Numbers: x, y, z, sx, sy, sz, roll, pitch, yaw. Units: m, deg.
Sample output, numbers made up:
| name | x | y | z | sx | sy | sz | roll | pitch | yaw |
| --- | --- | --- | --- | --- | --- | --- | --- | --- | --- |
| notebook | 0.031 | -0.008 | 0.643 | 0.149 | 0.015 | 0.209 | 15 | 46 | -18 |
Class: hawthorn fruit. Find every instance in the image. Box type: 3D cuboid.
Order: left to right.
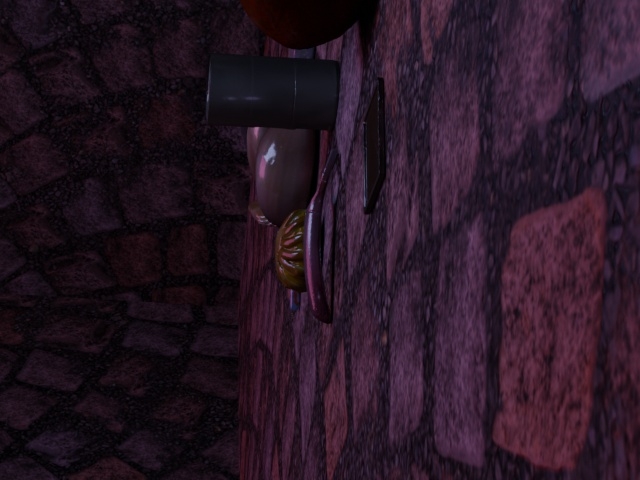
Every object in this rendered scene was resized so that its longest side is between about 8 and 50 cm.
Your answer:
| name | x | y | z | sx | sy | sz | roll | pitch | yaw |
| --- | --- | --- | --- | --- | --- | --- | --- | --- | --- |
| hawthorn fruit | -0.027 | -0.381 | 1.720 | 0.249 | 0.215 | 0.215 | 126 | 147 | -74 |

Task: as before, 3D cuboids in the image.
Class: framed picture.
| name | x | y | z | sx | sy | sz | roll | pitch | yaw |
| --- | --- | --- | --- | --- | --- | --- | --- | --- | --- |
| framed picture | 0.070 | -0.124 | 1.548 | 0.109 | 0.011 | 0.149 | 106 | 166 | -63 |

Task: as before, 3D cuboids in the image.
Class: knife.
| name | x | y | z | sx | sy | sz | roll | pitch | yaw |
| --- | --- | --- | --- | --- | --- | --- | --- | --- | --- |
| knife | -0.002 | 0.000 | 1.922 | 0.123 | 0.053 | 0.278 | 98 | 176 | -74 |

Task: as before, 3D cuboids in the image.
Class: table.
| name | x | y | z | sx | sy | sz | roll | pitch | yaw |
| --- | --- | --- | --- | --- | --- | --- | --- | --- | --- |
| table | -0.084 | -0.255 | 2.027 | 0.126 | 0.220 | 0.126 | -177 | 90 | -82 |

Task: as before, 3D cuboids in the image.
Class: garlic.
| name | x | y | z | sx | sy | sz | roll | pitch | yaw |
| --- | --- | --- | --- | --- | --- | --- | --- | --- | --- |
| garlic | -0.077 | -0.154 | 2.323 | 0.279 | 0.132 | 0.325 | -111 | 19 | -55 |

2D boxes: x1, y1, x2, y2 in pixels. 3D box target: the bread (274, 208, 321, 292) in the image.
| name | x | y | z | sx | sy | sz | roll | pitch | yaw |
| --- | --- | --- | --- | --- | --- | --- | --- | --- | --- |
| bread | -0.034 | 0.032 | 2.081 | 0.094 | 0.083 | 0.157 | -111 | 24 | -45 |

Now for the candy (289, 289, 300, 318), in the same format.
| name | x | y | z | sx | sy | sz | roll | pitch | yaw |
| --- | --- | --- | --- | --- | --- | --- | --- | --- | --- |
| candy | -0.052 | 0.116 | 2.375 | 0.030 | 0.020 | 0.083 | 126 | 147 | -80 |

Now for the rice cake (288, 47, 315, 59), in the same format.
| name | x | y | z | sx | sy | sz | roll | pitch | yaw |
| --- | --- | --- | --- | --- | --- | --- | --- | --- | --- |
| rice cake | -0.029 | -0.503 | 2.419 | 0.106 | 0.050 | 0.297 | -109 | 23 | -74 |
